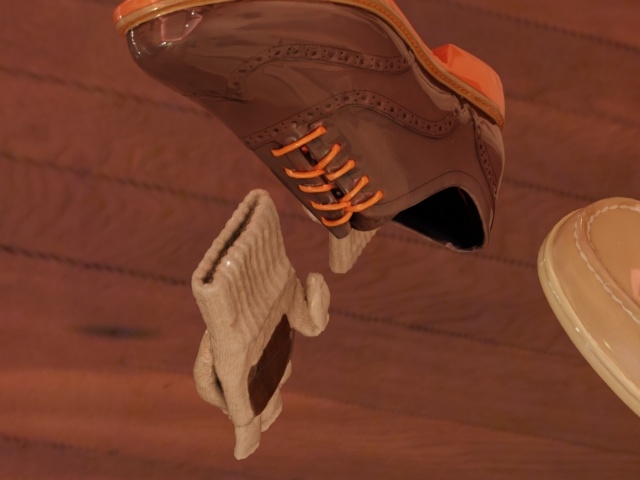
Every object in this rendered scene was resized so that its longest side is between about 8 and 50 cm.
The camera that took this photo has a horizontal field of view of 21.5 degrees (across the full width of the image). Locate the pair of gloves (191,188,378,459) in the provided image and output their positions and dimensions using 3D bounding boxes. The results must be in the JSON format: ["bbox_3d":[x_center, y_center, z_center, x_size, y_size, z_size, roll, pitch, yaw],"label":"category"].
[{"bbox_3d":[0.000,0.000,1.033,0.042,0.204,0.240,25,57,15],"label":"pair of gloves"}]

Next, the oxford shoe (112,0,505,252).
[{"bbox_3d":[0.010,-0.059,0.824,0.271,0.097,0.098,15,64,-47],"label":"oxford shoe"}]

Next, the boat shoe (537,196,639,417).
[{"bbox_3d":[0.237,0.065,0.801,0.109,0.098,0.302,-34,64,-33],"label":"boat shoe"}]
